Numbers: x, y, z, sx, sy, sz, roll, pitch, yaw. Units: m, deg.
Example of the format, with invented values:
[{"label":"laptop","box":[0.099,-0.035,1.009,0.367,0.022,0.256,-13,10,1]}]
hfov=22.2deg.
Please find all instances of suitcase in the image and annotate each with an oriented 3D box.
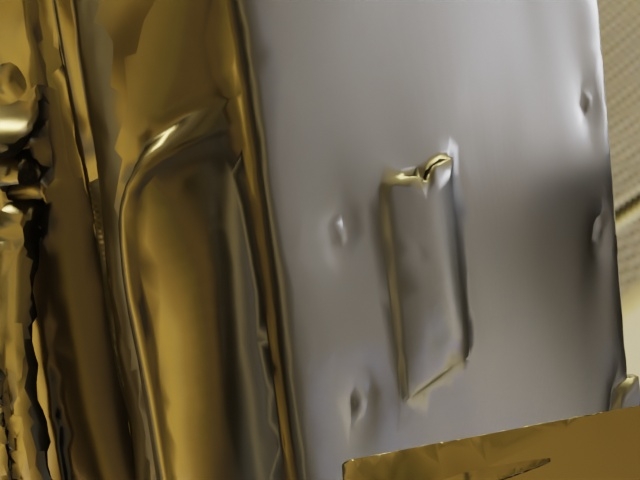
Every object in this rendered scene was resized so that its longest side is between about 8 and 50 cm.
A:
[{"label":"suitcase","box":[0.000,0.000,0.638,0.339,0.188,0.345,-28,-63,-56]}]

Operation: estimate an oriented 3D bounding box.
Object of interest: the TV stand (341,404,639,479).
[{"label":"TV stand","box":[0.128,0.058,0.388,0.040,0.256,0.049,36,-134,-55]}]
